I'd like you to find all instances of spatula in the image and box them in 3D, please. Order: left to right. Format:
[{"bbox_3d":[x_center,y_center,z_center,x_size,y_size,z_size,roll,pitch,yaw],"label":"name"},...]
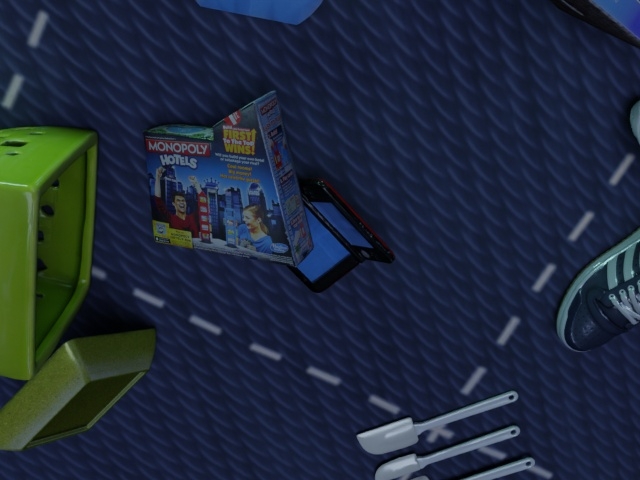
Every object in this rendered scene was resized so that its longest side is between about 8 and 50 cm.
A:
[{"bbox_3d":[0.191,0.317,1.162,0.242,0.019,0.168,-19,108,2],"label":"spatula"}]

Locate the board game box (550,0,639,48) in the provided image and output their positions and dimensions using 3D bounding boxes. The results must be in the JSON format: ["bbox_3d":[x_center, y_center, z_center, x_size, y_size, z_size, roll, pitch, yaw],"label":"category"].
[{"bbox_3d":[0.321,-0.364,0.760,0.232,0.141,0.291,6,119,-50],"label":"board game box"}]

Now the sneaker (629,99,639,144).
[{"bbox_3d":[0.489,-0.107,0.884,0.101,0.268,0.153,-19,150,-34],"label":"sneaker"}]

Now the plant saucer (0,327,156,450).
[{"bbox_3d":[-0.302,0.193,0.975,0.188,0.188,0.045,-44,75,13],"label":"plant saucer"}]

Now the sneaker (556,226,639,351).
[{"bbox_3d":[0.434,0.061,0.999,0.099,0.153,0.282,39,104,-19],"label":"sneaker"}]

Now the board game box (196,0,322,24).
[{"bbox_3d":[-0.068,-0.315,0.854,0.169,0.033,0.133,9,123,-6],"label":"board game box"}]

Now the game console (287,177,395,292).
[{"bbox_3d":[0.000,0.000,0.976,0.144,0.124,0.085,46,76,-20],"label":"game console"}]

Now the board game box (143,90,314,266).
[{"bbox_3d":[-0.107,-0.081,0.916,0.194,0.060,0.194,10,116,19],"label":"board game box"}]

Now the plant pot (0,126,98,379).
[{"bbox_3d":[-0.381,-0.008,0.866,0.207,0.227,0.228,10,112,-3],"label":"plant pot"}]
